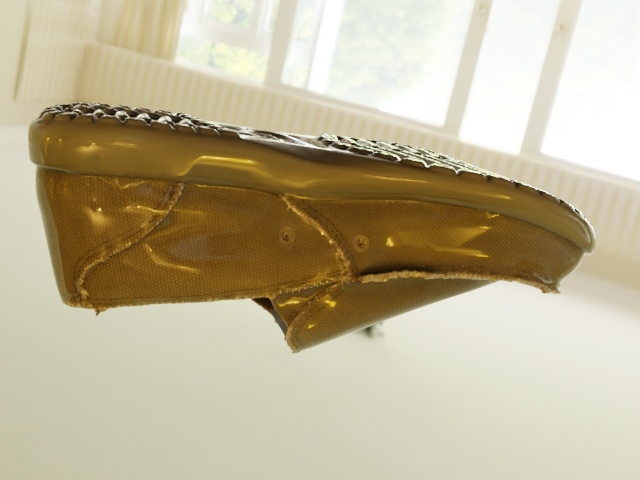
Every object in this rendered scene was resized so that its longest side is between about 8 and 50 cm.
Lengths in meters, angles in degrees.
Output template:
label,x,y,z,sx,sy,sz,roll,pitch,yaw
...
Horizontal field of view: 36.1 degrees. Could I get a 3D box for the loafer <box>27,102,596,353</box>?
label,x,y,z,sx,sy,sz,roll,pitch,yaw
loafer,0.000,0.000,0.423,0.251,0.088,0.094,7,-169,-18
